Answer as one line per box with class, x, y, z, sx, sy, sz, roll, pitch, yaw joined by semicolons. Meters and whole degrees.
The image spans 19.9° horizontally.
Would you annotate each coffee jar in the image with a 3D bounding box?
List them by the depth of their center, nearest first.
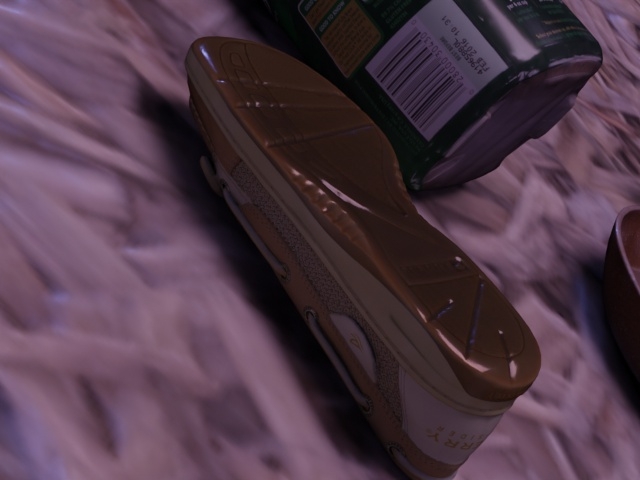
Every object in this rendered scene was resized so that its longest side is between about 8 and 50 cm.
coffee jar;0.014;-0.109;0.668;0.184;0.079;0.096;52;26;13

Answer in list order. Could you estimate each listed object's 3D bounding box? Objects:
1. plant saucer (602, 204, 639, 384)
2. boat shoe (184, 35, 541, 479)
plant saucer;0.167;0.058;0.718;0.168;0.029;0.168;36;25;-20
boat shoe;0.002;0.000;0.522;0.056;0.048;0.153;-5;47;-47
